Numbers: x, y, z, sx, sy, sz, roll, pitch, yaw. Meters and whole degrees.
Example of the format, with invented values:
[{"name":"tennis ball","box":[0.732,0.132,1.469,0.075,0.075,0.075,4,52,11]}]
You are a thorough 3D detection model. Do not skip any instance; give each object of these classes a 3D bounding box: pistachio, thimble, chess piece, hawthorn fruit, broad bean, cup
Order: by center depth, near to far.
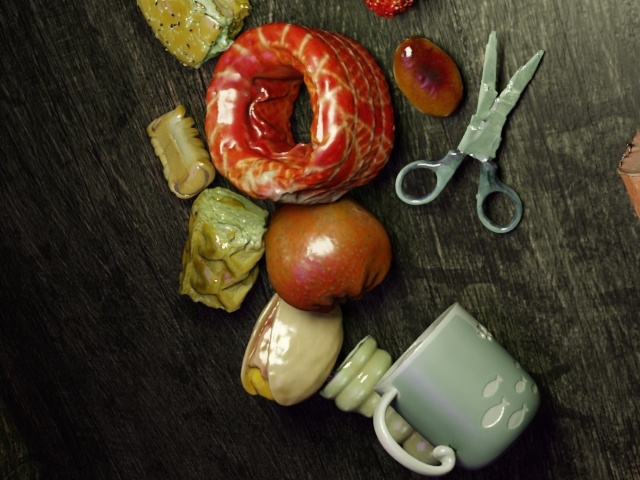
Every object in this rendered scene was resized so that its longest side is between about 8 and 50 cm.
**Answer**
[{"name":"broad bean","box":[0.203,-0.308,1.574,0.165,0.084,0.114,45,132,-5]},{"name":"thimble","box":[-0.044,-0.243,1.628,0.350,0.230,0.351,1,91,36]},{"name":"cup","box":[0.267,0.340,1.711,0.274,0.356,0.259,43,141,7]},{"name":"hawthorn fruit","box":[0.000,0.000,1.792,0.277,0.277,0.298,-36,80,43]},{"name":"chess piece","box":[0.175,0.393,1.941,0.330,0.182,0.182,41,132,4]},{"name":"pistachio","box":[-0.066,0.234,1.963,0.229,0.309,0.230,24,159,10]}]

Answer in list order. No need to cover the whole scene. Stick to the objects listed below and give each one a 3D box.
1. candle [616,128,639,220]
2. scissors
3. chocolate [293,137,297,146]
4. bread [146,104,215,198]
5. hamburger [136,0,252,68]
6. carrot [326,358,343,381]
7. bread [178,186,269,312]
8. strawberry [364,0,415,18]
[{"name":"candle","box":[0.595,-0.125,1.285,0.132,0.316,0.287,66,172,-16]},{"name":"scissors","box":[0.301,-0.201,1.564,0.255,0.029,0.384,17,123,5]},{"name":"chocolate","box":[-0.105,-0.261,1.867,0.086,0.028,0.183,-6,109,36]},{"name":"bread","box":[-0.331,-0.218,1.997,0.134,0.081,0.225,-34,70,33]},{"name":"hamburger","box":[-0.276,-0.496,1.765,0.288,0.167,0.192,45,131,6]},{"name":"carrot","box":[0.049,0.335,2.070,0.228,0.069,0.069,36,131,14]},{"name":"bread","box":[-0.237,0.025,2.015,0.238,0.196,0.252,26,125,21]},{"name":"strawberry","box":[0.122,-0.484,1.480,0.186,0.184,0.202,27,150,12]}]
